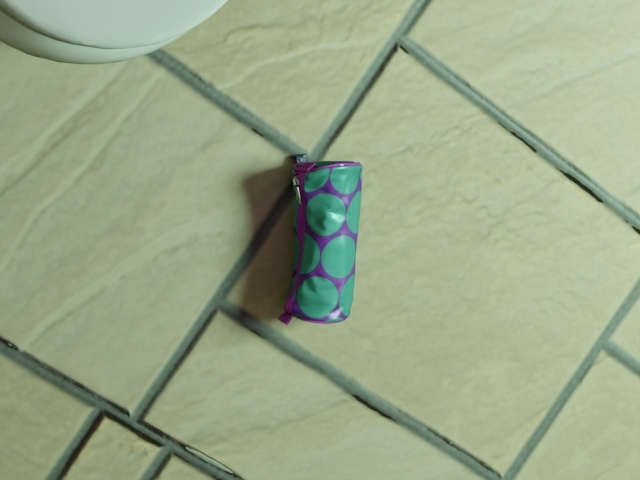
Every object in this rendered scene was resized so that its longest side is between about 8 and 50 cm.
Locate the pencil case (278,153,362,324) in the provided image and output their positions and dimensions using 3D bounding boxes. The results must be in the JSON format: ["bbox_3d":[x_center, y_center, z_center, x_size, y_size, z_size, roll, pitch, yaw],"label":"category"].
[{"bbox_3d":[0.000,0.000,1.186,0.070,0.064,0.151,-4,103,-32],"label":"pencil case"}]

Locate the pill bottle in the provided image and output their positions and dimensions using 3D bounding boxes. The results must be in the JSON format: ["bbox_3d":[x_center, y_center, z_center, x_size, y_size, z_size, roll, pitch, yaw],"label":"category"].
[{"bbox_3d":[-0.171,-0.240,0.908,0.224,0.392,0.224,-4,103,-16],"label":"pill bottle"}]
